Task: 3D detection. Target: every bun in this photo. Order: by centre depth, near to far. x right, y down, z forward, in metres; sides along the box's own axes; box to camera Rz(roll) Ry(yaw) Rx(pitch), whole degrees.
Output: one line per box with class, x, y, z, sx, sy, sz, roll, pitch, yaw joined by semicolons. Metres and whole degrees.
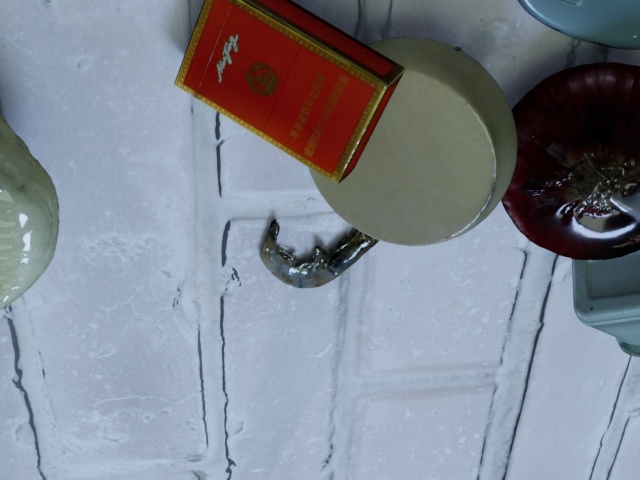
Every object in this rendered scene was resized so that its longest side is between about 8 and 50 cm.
bun;-0.489;-0.052;1.361;0.349;0.227;0.352;-12;136;0

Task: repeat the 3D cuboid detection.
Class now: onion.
onion;0.370;-0.106;1.513;0.273;0.285;0.273;3;103;14

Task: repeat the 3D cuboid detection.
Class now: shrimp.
shrimp;0.000;-0.002;1.634;0.195;0.035;0.148;-37;126;24

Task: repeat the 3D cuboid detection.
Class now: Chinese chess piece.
Chinese chess piece;0.111;-0.122;1.424;0.273;0.102;0.273;11;123;17

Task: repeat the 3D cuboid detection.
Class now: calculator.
calculator;0.374;-0.321;1.402;0.299;0.041;0.185;12;129;-18

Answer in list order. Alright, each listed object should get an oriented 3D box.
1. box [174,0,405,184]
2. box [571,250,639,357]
box;-0.040;-0.193;1.347;0.240;0.074;0.153;32;130;6
box;0.508;0.054;1.587;0.312;0.175;0.183;-13;159;42
